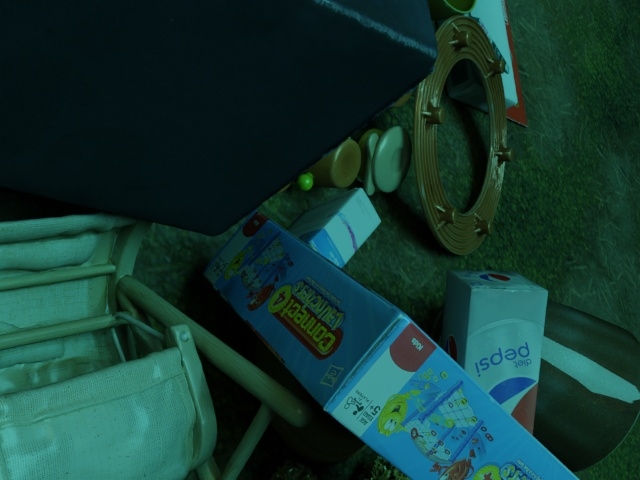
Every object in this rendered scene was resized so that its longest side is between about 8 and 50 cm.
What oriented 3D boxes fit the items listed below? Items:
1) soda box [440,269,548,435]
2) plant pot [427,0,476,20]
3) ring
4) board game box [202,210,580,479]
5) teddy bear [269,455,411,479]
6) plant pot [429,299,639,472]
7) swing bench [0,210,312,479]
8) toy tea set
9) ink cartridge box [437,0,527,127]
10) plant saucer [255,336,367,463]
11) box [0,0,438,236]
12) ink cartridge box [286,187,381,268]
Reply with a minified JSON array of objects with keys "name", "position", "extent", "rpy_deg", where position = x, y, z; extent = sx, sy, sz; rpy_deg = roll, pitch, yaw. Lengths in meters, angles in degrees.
[{"name":"soda box","position":[0.189,0.182,0.979],"extent":[0.091,0.098,0.286],"rpy_deg":[2,100,-9]},{"name":"plant pot","position":[0.154,-0.381,1.259],"extent":[0.134,0.095,0.134],"rpy_deg":[19,62,-42]},{"name":"ring","position":[0.213,-0.146,1.196],"extent":[0.336,0.032,0.336],"rpy_deg":[-8,100,-59]},{"name":"board game box","position":[0.066,0.131,0.765],"extent":[0.086,0.302,0.308],"rpy_deg":[-49,118,-4]},{"name":"teddy bear","position":[0.033,0.337,0.845],"extent":[0.338,0.113,0.245],"rpy_deg":[9,67,-46]},{"name":"plant pot","position":[0.264,0.158,1.113],"extent":[0.230,0.215,0.215],"rpy_deg":[30,54,-20]},{"name":"swing bench","position":[-0.192,0.113,0.625],"extent":[0.253,0.165,0.254],"rpy_deg":[-8,47,-47]},{"name":"toy tea set","position":[-0.011,-0.151,1.010],"extent":[0.336,0.124,0.200],"rpy_deg":[-12,114,-52]},{"name":"ink cartridge box","position":[0.284,-0.344,1.416],"extent":[0.239,0.060,0.275],"rpy_deg":[9,69,-44]},{"name":"plant saucer","position":[0.012,0.146,0.950],"extent":[0.200,0.037,0.200],"rpy_deg":[21,60,-41]},{"name":"box","position":[-0.210,-0.310,0.609],"extent":[0.480,0.297,0.472],"rpy_deg":[15,55,-36]},{"name":"ink cartridge box","position":[0.000,0.000,0.951],"extent":[0.052,0.088,0.122],"rpy_deg":[57,43,-15]}]
